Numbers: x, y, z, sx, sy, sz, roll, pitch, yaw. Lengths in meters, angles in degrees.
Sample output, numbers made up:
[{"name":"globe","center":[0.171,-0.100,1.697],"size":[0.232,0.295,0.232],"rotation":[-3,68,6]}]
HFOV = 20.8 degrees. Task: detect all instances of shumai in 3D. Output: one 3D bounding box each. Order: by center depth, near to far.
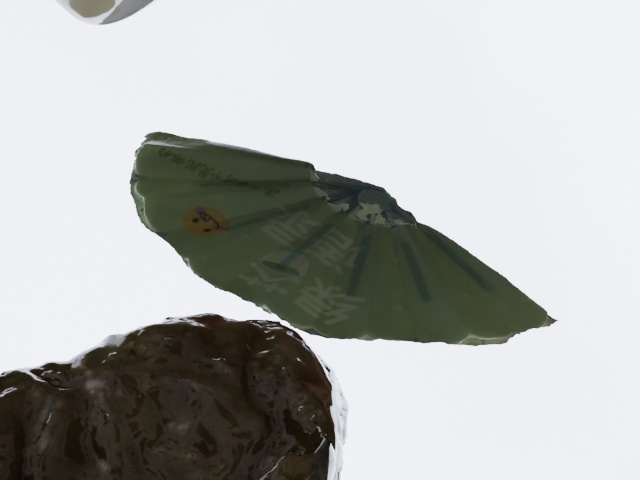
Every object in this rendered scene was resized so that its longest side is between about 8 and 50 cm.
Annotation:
[{"name":"shumai","center":[-0.155,0.157,0.713],"size":[0.283,0.217,0.346],"rotation":[17,-122,4]}]

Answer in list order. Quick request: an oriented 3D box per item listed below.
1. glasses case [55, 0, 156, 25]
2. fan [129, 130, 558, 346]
[{"name":"glasses case","center":[-0.034,-0.139,0.589],"size":[0.041,0.063,0.164],"rotation":[44,-75,9]},{"name":"fan","center":[0.000,0.000,0.856],"size":[0.240,0.009,0.131],"rotation":[25,-140,20]}]
